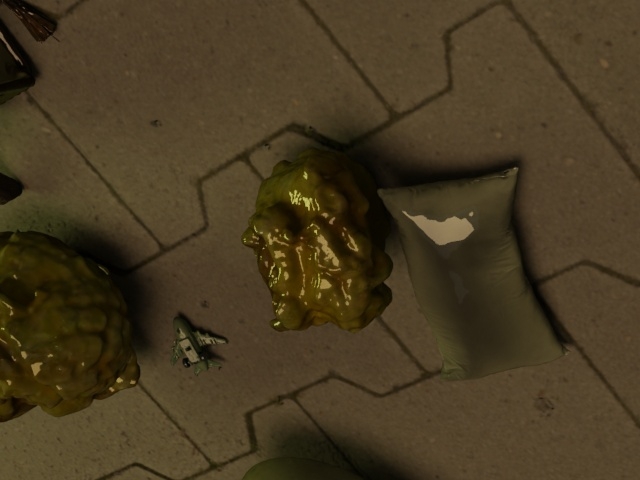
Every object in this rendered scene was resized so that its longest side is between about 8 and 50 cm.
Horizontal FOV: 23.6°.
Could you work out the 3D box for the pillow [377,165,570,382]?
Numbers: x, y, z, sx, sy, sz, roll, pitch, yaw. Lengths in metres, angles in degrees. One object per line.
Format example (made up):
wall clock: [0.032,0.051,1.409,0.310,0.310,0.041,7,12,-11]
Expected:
pillow: [0.164,0.036,1.599,0.144,0.078,0.254,-10,120,18]

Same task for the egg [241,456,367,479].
egg: [0.012,0.385,1.831,0.295,0.218,0.218,46,130,2]

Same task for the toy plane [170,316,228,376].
toy plane: [-0.154,0.127,1.834,0.080,0.033,0.083,-22,113,23]

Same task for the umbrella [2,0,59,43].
umbrella: [-0.313,-0.239,1.644,0.083,0.031,0.020,42,162,-7]

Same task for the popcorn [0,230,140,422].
popcorn: [-0.329,0.115,1.800,0.237,0.206,0.251,-29,127,20]

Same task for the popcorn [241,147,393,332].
popcorn: [-0.005,0.001,1.577,0.156,0.197,0.197,-7,123,4]

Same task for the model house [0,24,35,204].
model house: [-0.394,-0.144,1.681,0.218,0.204,0.279,-23,142,36]
